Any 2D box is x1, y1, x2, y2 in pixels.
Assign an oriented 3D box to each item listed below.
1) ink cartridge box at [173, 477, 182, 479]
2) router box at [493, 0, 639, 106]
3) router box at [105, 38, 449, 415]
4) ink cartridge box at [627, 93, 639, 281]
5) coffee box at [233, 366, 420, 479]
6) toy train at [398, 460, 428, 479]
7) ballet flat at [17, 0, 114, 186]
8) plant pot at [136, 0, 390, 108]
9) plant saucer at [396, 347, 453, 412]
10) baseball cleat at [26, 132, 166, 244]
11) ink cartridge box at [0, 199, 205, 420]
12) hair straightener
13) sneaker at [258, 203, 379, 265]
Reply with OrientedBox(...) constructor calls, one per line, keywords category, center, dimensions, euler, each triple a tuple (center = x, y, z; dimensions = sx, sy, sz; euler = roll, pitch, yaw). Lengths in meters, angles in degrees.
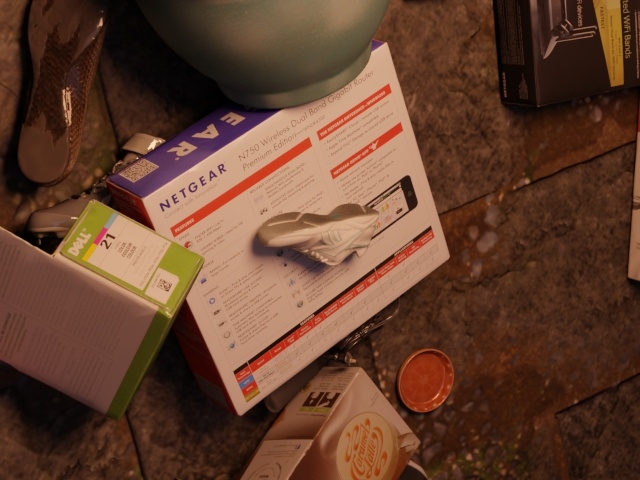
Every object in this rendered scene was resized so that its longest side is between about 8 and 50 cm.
OrientedBox(category="ink cartridge box", center=(-0.084, 0.454, 1.542), dimensions=(0.371, 0.069, 0.175), euler=(41, 78, -26))
OrientedBox(category="router box", center=(0.335, -0.340, 1.612), dimensions=(0.243, 0.081, 0.308), euler=(-13, 105, -26))
OrientedBox(category="router box", center=(-0.031, -0.021, 1.427), dimensions=(0.335, 0.082, 0.301), euler=(-35, 125, -23))
OrientedBox(category="ink cartridge box", center=(0.538, -0.073, 1.756), dimensions=(0.197, 0.114, 0.272), euler=(-4, 101, -29))
OrientedBox(category="coffee box", center=(-0.008, 0.284, 1.493), dimensions=(0.141, 0.098, 0.246), euler=(53, 56, -24))
OrientedBox(category="toy train", center=(0.082, 0.419, 1.539), dimensions=(0.190, 0.142, 0.334), euler=(41, 52, -16))
OrientedBox(category="ballet flat", center=(-0.264, -0.178, 1.332), dimensions=(0.084, 0.058, 0.249), euler=(9, 90, 5))
OrientedBox(category="plant pot", center=(-0.048, -0.261, 1.319), dimensions=(0.293, 0.293, 0.196), euler=(-32, 132, -20))
OrientedBox(category="plant saucer", center=(0.133, 0.178, 1.638), dimensions=(0.084, 0.013, 0.083), euler=(-6, 103, -27))
OrientedBox(category="baseball cleat", center=(-0.222, -0.058, 1.374), dimensions=(0.206, 0.072, 0.109), euler=(-10, 97, -37))
OrientedBox(category="ink cartridge box", center=(-0.272, 0.043, 1.292), dimensions=(0.255, 0.188, 0.097), euler=(29, 42, -3))
OrientedBox(category="hair straightener", center=(0.021, 0.129, 1.526), dimensions=(0.230, 0.089, 0.047), euler=(-34, 129, -22))
OrientedBox(category="sneaker", center=(0.000, 0.000, 1.369), dimensions=(0.152, 0.054, 0.061), euler=(-7, 114, -37))
